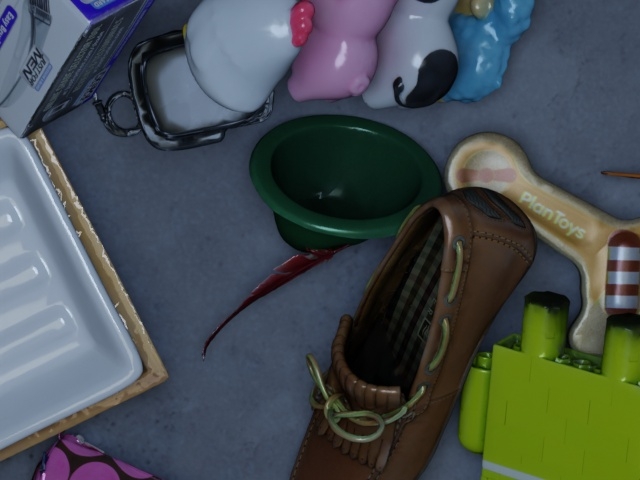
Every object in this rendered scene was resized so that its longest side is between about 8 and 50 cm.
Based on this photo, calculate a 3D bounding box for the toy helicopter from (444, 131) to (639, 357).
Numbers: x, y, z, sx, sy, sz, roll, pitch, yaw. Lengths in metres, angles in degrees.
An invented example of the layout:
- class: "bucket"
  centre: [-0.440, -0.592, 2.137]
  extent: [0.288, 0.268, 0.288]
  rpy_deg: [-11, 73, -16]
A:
- class: "toy helicopter"
  centre: [0.282, -0.004, 1.750]
  extent: [0.355, 0.140, 0.235]
  rpy_deg: [32, 94, 1]

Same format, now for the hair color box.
- class: "hair color box"
  centre: [-0.314, -0.281, 1.678]
  extent: [0.339, 0.110, 0.185]
  rpy_deg: [49, 138, 6]

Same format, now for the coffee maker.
- class: "coffee maker"
  centre: [-0.126, -0.132, 1.721]
  extent: [0.171, 0.178, 0.120]
  rpy_deg: [-36, 93, 4]

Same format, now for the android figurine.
- class: "android figurine"
  centre: [0.235, 0.188, 1.717]
  extent: [0.248, 0.056, 0.272]
  rpy_deg: [13, 113, 32]

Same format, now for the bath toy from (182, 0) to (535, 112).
- class: "bath toy"
  centre: [0.037, -0.191, 1.638]
  extent: [0.129, 0.348, 0.151]
  rpy_deg: [-22, 80, 45]

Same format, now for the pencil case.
- class: "pencil case"
  centre: [-0.180, 0.262, 1.809]
  extent: [0.209, 0.095, 0.098]
  rpy_deg: [24, 75, -3]

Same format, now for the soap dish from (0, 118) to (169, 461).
- class: "soap dish"
  centre: [-0.307, 0.048, 1.773]
  extent: [0.229, 0.118, 0.291]
  rpy_deg: [-26, 95, 4]

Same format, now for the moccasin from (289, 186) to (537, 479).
- class: "moccasin"
  centre: [0.061, 0.119, 1.718]
  extent: [0.139, 0.147, 0.380]
  rpy_deg: [54, 127, 34]

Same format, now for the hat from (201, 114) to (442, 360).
- class: "hat"
  centre: [0.000, 0.000, 1.799]
  extent: [0.208, 0.173, 0.183]
  rpy_deg: [5, 132, -6]
